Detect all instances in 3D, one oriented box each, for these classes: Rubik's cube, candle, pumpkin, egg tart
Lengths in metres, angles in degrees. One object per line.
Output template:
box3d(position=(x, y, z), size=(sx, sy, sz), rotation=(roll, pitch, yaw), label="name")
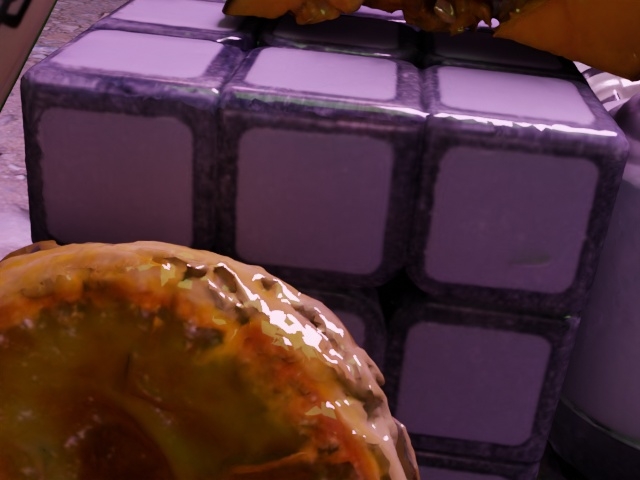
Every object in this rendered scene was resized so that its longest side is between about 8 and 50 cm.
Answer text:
box3d(position=(0.000, 0.000, 0.580), size=(0.304, 0.305, 0.301), rotation=(6, 26, 3), label="Rubik's cube")
box3d(position=(0.264, 0.016, 0.572), size=(0.221, 0.342, 0.221), rotation=(0, 27, 0), label="candle")
box3d(position=(0.109, -0.161, 0.506), size=(0.280, 0.190, 0.139), rotation=(-31, 16, 24), label="pumpkin")
box3d(position=(-0.088, 0.138, 0.395), size=(0.295, 0.295, 0.116), rotation=(10, -6, 9), label="egg tart")

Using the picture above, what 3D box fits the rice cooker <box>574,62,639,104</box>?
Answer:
box3d(position=(0.339, -0.104, 0.973), size=(0.226, 0.226, 0.244), rotation=(4, 24, -2), label="rice cooker")

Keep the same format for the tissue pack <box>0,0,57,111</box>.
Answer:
box3d(position=(-0.280, -0.125, 0.442), size=(0.205, 0.405, 0.332), rotation=(22, 29, -35), label="tissue pack")
